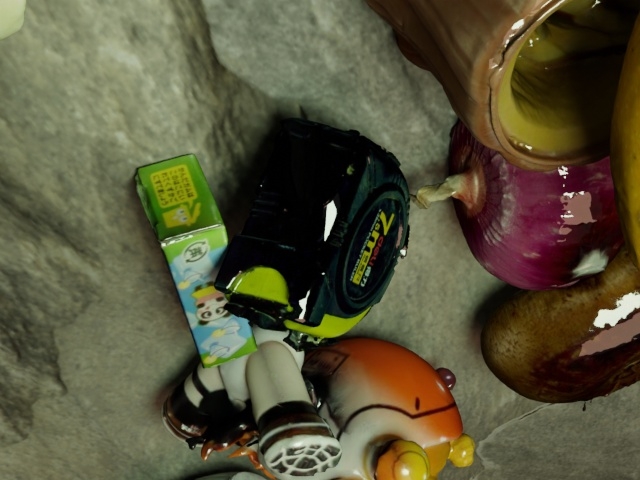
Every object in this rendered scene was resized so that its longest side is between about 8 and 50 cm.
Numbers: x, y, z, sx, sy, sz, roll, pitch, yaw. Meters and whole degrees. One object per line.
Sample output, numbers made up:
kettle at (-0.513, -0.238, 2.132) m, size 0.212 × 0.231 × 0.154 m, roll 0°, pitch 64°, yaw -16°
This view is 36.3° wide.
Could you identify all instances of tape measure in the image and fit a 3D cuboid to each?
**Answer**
tape measure at (0.000, 0.000, 0.874) m, size 0.186 × 0.112 × 0.199 m, roll 28°, pitch 85°, yaw -62°

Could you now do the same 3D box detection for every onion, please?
onion at (0.214, -0.049, 0.918) m, size 0.200 × 0.200 × 0.207 m, roll 13°, pitch 122°, yaw -35°

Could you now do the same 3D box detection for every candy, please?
candy at (-0.113, 0.023, 0.906) m, size 0.062 × 0.097 × 0.194 m, roll -20°, pitch 140°, yaw -9°

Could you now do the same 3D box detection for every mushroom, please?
mushroom at (0.326, 0.083, 1.118) m, size 0.297 × 0.163 × 0.278 m, roll -33°, pitch 139°, yaw 14°

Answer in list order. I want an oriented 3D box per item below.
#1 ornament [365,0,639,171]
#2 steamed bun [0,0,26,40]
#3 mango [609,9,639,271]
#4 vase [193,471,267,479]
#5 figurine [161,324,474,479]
ornament at (0.154, -0.178, 0.714) m, size 0.221 × 0.218 × 0.235 m, roll -4°, pitch 135°, yaw -21°
steamed bun at (-0.273, -0.191, 0.537) m, size 0.225 × 0.200 × 0.170 m, roll -22°, pitch 164°, yaw -19°
mango at (0.267, -0.117, 0.562) m, size 0.187 × 0.144 × 0.359 m, roll -15°, pitch 132°, yaw -27°
vase at (-0.226, 0.475, 1.251) m, size 0.445 × 0.250 × 0.250 m, roll -34°, pitch 138°, yaw 18°
figurine at (0.020, 0.196, 1.070) m, size 0.323 × 0.320 × 0.196 m, roll 22°, pitch 79°, yaw -38°
